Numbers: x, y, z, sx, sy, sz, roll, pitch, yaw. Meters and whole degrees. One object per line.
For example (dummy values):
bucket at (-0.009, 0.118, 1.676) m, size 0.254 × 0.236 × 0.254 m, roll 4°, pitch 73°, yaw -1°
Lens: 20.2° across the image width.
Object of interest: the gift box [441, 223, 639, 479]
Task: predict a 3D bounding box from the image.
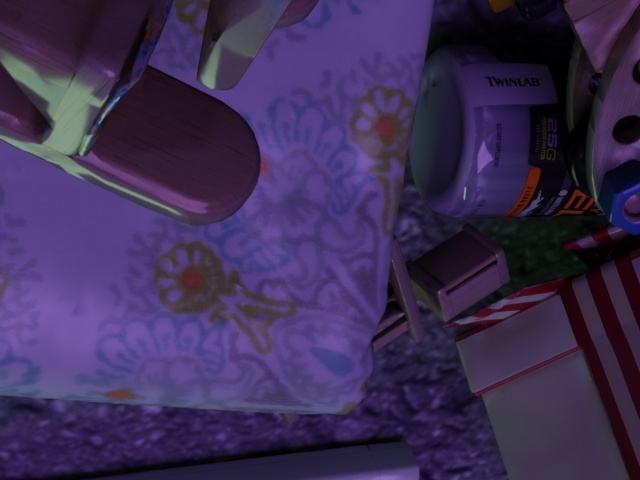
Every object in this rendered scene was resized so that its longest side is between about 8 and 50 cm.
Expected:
gift box at (0.242, 0.132, 1.281) m, size 0.276 × 0.258 × 0.255 m, roll -24°, pitch 156°, yaw 19°

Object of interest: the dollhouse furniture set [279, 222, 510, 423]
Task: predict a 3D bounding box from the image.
dollhouse furniture set at (0.000, 0.000, 1.204) m, size 0.182 × 0.161 × 0.101 m, roll -32°, pitch 132°, yaw -16°

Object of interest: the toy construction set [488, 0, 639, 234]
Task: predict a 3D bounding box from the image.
toy construction set at (0.219, -0.187, 1.047) m, size 0.257 × 0.309 × 0.237 m, roll -18°, pitch 127°, yaw 32°

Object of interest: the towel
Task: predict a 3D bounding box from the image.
towel at (-0.096, -0.092, 1.000) m, size 0.320 × 0.090 × 0.374 m, roll 7°, pitch 98°, yaw -21°

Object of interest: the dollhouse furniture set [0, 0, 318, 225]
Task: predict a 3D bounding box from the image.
dollhouse furniture set at (0.057, -0.228, 0.794) m, size 0.256 × 0.394 × 0.362 m, roll 25°, pitch 144°, yaw -11°

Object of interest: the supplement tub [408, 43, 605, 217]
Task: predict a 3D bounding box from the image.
supplement tub at (0.164, -0.074, 1.211) m, size 0.190 × 0.117 × 0.117 m, roll -2°, pitch 127°, yaw -19°

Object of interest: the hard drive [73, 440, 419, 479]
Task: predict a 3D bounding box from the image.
hard drive at (-0.108, 0.273, 1.430) m, size 0.353 × 0.047 × 0.233 m, roll -5°, pitch 129°, yaw -18°
